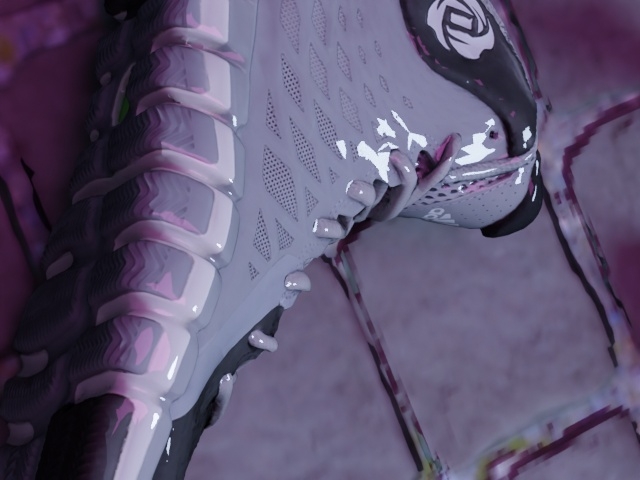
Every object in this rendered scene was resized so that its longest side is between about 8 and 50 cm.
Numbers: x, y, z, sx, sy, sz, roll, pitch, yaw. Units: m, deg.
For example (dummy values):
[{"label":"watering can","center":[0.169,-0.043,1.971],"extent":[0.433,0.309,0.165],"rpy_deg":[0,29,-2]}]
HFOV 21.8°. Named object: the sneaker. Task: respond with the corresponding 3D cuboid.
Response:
[{"label":"sneaker","center":[0.000,0.000,0.442],"extent":[0.132,0.086,0.229],"rpy_deg":[18,75,-25]}]
